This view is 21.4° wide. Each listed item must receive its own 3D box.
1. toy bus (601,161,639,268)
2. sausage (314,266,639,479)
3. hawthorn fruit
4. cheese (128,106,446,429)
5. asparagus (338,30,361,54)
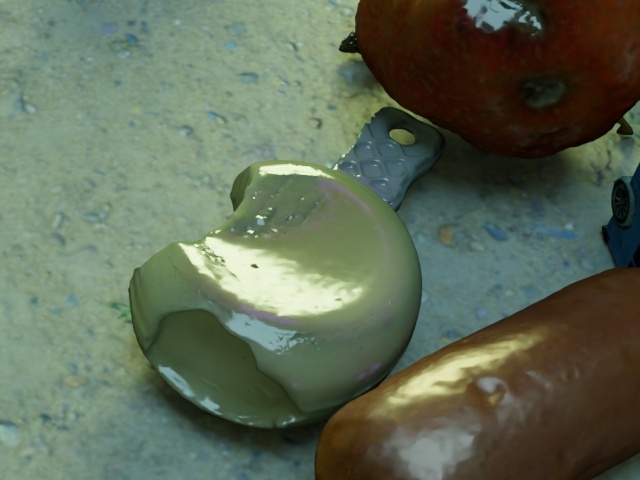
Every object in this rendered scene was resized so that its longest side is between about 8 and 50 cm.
[{"bbox_3d":[0.257,-0.032,1.078,0.090,0.184,0.106,-1,53,-13],"label":"toy bus"},{"bbox_3d":[0.109,0.104,0.982,0.259,0.113,0.113,-23,59,-30],"label":"sausage"},{"bbox_3d":[0.153,-0.139,1.154,0.243,0.207,0.207,39,40,-32],"label":"hawthorn fruit"},{"bbox_3d":[0.000,0.000,1.065,0.163,0.082,0.286,27,44,8],"label":"cheese"},{"bbox_3d":[0.134,-0.146,1.253,0.249,0.025,0.024,0,93,-13],"label":"asparagus"}]
